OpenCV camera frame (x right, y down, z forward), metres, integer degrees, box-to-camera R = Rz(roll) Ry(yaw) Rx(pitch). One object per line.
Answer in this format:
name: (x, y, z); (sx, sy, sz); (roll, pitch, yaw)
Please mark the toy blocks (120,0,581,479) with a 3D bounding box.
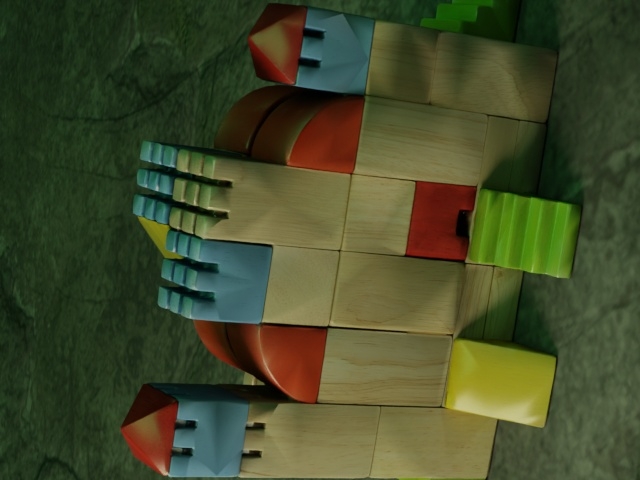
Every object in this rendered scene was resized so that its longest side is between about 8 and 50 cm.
toy blocks: (0.000, 0.000, 1.029); (0.190, 0.261, 0.381); (17, 100, 58)
